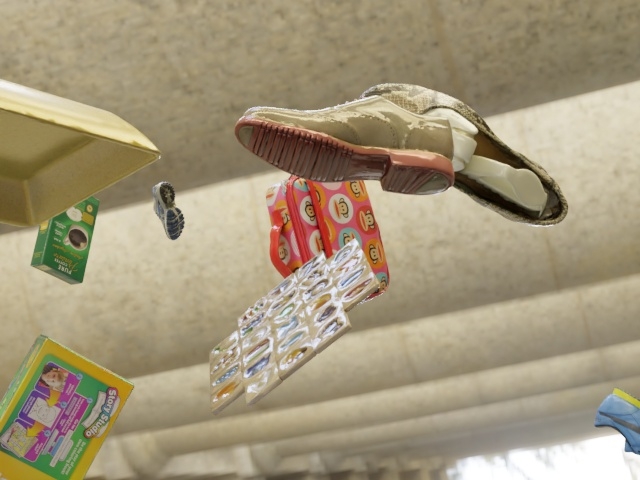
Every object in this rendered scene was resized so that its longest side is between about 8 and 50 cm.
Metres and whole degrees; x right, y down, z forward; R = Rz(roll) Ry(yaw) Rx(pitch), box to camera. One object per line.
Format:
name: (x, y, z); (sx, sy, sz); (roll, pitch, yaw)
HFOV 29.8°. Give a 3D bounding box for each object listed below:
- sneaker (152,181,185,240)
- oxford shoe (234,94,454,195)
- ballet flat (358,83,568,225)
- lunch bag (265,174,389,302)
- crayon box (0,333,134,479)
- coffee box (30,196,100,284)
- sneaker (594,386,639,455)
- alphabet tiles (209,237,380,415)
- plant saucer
sneaker: (-0.349, -0.067, 2.727); (0.052, 0.058, 0.135); (-18, -78, -38)
oxford shoe: (0.040, -0.165, 1.872); (0.123, 0.348, 0.130); (125, 155, -62)
ballet flat: (0.289, -0.154, 2.261); (0.482, 0.164, 0.182); (26, -175, -29)
lunch bag: (0.000, 0.000, 2.479); (0.258, 0.120, 0.293); (-13, -94, -42)
crayon box: (-0.438, 0.310, 1.911); (0.165, 0.081, 0.278); (33, -104, -19)
coffee box: (-0.507, -0.016, 2.395); (0.113, 0.040, 0.184); (30, -121, -46)
sneaker: (0.526, 0.316, 1.874); (0.082, 0.209, 0.069); (-56, -16, -6)
alphabet tiles: (-0.045, 0.116, 1.709); (0.011, 0.285, 0.342); (51, -175, -16)
plant saucer: (-0.458, -0.133, 1.733); (0.332, 0.332, 0.081); (14, -118, -47)
